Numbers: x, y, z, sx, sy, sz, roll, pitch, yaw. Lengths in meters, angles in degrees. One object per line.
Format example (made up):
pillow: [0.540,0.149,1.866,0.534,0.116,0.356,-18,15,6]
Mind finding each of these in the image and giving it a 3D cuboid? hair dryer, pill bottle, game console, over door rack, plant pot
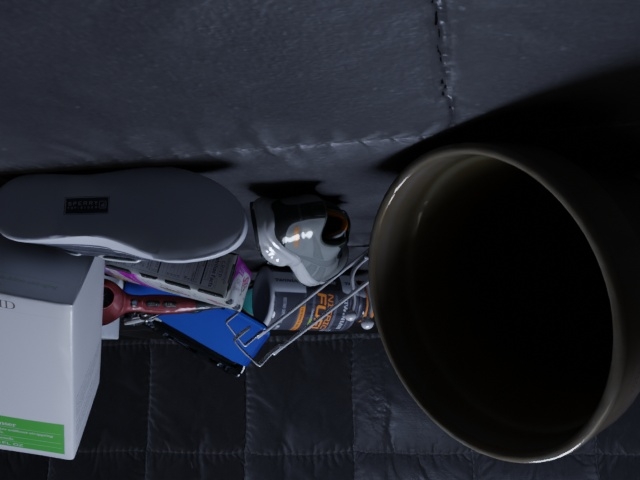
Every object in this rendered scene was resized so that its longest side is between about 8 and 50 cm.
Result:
hair dryer: [-0.304,0.095,1.184,0.223,0.080,0.293,-12,172,18]
pill bottle: [-0.008,0.122,1.454,0.245,0.131,0.130,4,167,-24]
game console: [-0.245,0.132,1.441,0.293,0.173,0.250,31,-165,-4]
pill bottle: [-0.425,0.085,1.406,0.067,0.067,0.120,2,168,-11]
over door rack: [0.018,0.111,1.116,0.324,0.108,0.239,-25,-176,-11]
plant pot: [0.261,0.040,0.770,0.280,0.324,0.323,-12,176,-34]

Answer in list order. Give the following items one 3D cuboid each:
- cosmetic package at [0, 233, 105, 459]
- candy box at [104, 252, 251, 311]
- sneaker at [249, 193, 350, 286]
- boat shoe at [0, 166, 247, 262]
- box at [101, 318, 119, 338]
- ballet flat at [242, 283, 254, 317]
cosmetic package: [-0.418,0.136,0.983,0.196,0.155,0.366,11,133,-6]
candy box: [-0.231,0.038,1.061,0.233,0.071,0.159,15,169,4]
sneaker: [0.000,0.000,0.969,0.107,0.100,0.271,-13,166,15]
boat shoe: [-0.226,-0.021,0.832,0.301,0.108,0.102,0,168,8]
box: [-0.560,0.163,1.617,0.170,0.130,0.091,-3,168,10]
ballet flat: [-0.053,0.143,1.654,0.280,0.095,0.096,1,180,-6]
